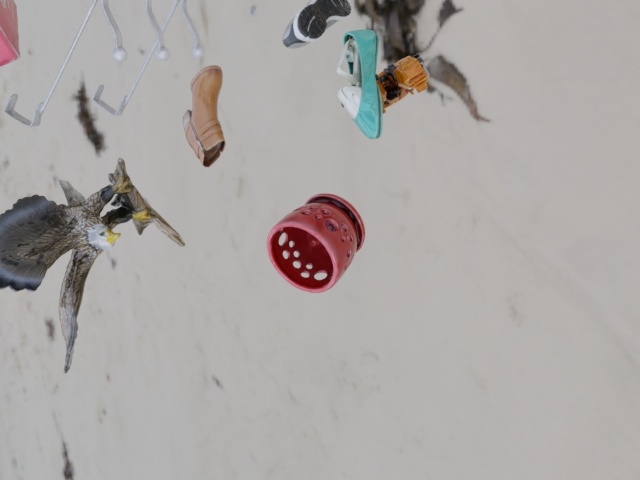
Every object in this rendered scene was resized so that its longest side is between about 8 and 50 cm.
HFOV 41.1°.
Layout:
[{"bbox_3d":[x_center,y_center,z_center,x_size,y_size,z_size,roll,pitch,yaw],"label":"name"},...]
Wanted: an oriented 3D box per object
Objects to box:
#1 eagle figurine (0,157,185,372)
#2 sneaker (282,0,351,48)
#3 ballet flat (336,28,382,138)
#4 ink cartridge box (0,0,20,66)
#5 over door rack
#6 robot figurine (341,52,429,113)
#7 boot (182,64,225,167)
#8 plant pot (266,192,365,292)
[{"bbox_3d":[-0.376,0.016,1.305,0.226,0.298,0.225,37,154,3],"label":"eagle figurine"},{"bbox_3d":[-0.013,-0.585,2.231,0.108,0.271,0.100,-24,108,46],"label":"sneaker"},{"bbox_3d":[0.073,-0.311,1.701,0.083,0.087,0.247,127,145,-64],"label":"ballet flat"},{"bbox_3d":[-0.593,-0.368,1.059,0.384,0.279,0.160,71,180,-48],"label":"ink cartridge box"},{"bbox_3d":[-0.297,-0.288,1.321,0.324,0.239,0.108,-43,83,25],"label":"over door rack"},{"bbox_3d":[0.148,-0.334,1.881,0.085,0.211,0.291,60,-175,-7],"label":"robot figurine"},{"bbox_3d":[-0.242,-0.274,1.896,0.152,0.073,0.197,64,143,35],"label":"boot"},{"bbox_3d":[0.000,0.000,1.961,0.191,0.174,0.191,20,130,26],"label":"plant pot"}]
